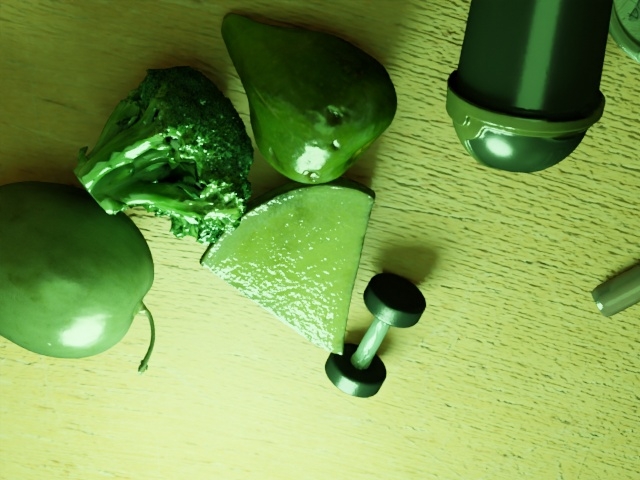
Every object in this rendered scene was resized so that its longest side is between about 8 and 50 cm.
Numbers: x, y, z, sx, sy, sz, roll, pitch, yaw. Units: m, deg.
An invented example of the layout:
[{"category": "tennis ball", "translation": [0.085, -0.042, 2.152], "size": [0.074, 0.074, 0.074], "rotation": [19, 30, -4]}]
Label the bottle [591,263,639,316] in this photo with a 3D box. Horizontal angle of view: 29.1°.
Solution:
[{"category": "bottle", "translation": [0.490, 0.067, 1.903], "size": [0.140, 0.053, 0.053], "rotation": [-30, 116, 20]}]

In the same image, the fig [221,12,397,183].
[{"category": "fig", "translation": [-0.037, -0.218, 1.697], "size": [0.275, 0.206, 0.206], "rotation": [47, 115, 2]}]

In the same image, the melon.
[{"category": "melon", "translation": [-0.390, 0.041, 1.811], "size": [0.308, 0.271, 0.271], "rotation": [12, 123, -20]}]

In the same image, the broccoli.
[{"category": "broccoli", "translation": [-0.212, -0.109, 1.711], "size": [0.245, 0.265, 0.294], "rotation": [-26, 161, -11]}]

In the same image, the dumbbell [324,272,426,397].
[{"category": "dumbbell", "translation": [0.086, 0.150, 1.949], "size": [0.100, 0.100, 0.191], "rotation": [21, 120, -10]}]

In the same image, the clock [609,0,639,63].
[{"category": "clock", "translation": [0.489, -0.343, 1.647], "size": [0.237, 0.053, 0.236], "rotation": [1, 120, 1]}]

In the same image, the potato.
[{"category": "potato", "translation": [0.000, 0.000, 1.853], "size": [0.269, 0.112, 0.255], "rotation": [34, 115, -15]}]

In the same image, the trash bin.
[{"category": "trash bin", "translation": [0.282, -0.243, 1.631], "size": [0.214, 0.214, 0.333], "rotation": [8, 117, -2]}]
